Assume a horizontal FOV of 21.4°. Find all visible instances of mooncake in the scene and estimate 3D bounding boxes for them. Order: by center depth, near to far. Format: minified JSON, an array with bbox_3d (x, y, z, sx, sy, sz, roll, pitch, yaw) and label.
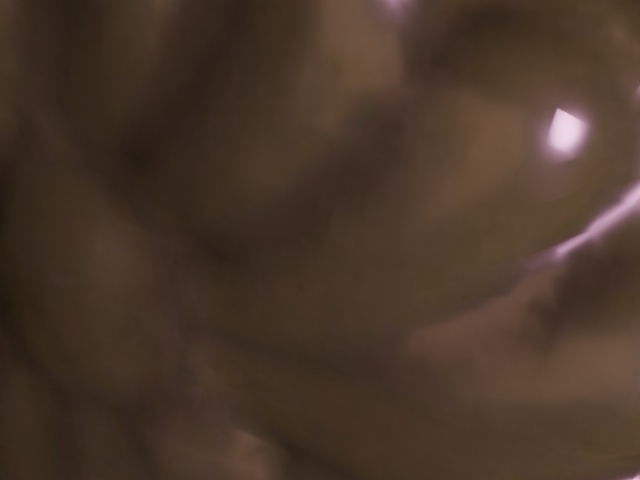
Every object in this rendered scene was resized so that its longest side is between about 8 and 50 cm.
[{"bbox_3d":[0.000,0.000,0.563,0.356,0.194,0.356,15,127,21],"label":"mooncake"}]
